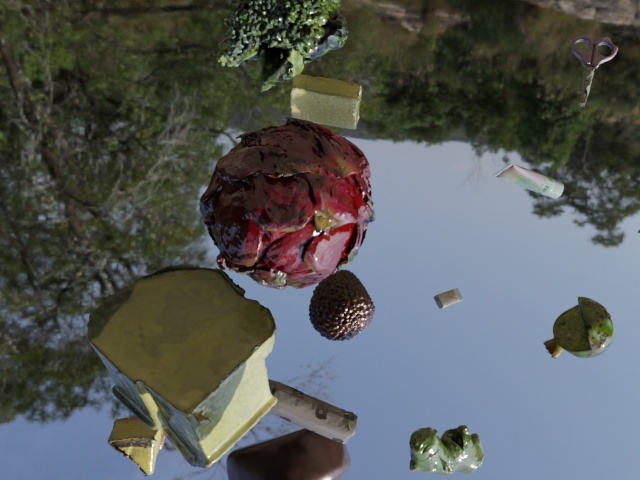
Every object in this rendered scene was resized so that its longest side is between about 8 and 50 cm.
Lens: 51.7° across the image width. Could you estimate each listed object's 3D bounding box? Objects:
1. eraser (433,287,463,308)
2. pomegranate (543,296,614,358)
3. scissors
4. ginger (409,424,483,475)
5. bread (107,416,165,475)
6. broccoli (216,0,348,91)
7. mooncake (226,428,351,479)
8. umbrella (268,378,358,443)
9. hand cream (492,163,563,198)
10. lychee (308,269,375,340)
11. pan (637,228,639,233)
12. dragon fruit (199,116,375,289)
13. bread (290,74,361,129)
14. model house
[{"bbox_3d":[0.340,0.153,1.751,0.083,0.019,0.038,-15,-111,-36],"label":"eraser"},{"bbox_3d":[0.626,0.223,1.577,0.122,0.169,0.143,16,-152,-18],"label":"pomegranate"},{"bbox_3d":[0.637,-0.405,1.565,0.110,0.212,0.021,15,156,11],"label":"scissors"},{"bbox_3d":[0.322,0.538,1.702,0.290,0.137,0.089,13,-155,-37],"label":"ginger"},{"bbox_3d":[-0.483,0.529,1.746,0.152,0.127,0.147,11,-170,-5],"label":"bread"},{"bbox_3d":[-0.082,-0.508,1.476,0.277,0.317,0.338,6,-153,-11],"label":"broccoli"},{"bbox_3d":[-0.091,0.617,1.815,0.326,0.174,0.334,-17,165,-13],"label":"mooncake"},{"bbox_3d":[-0.075,0.360,1.471,0.337,0.073,0.067,25,-151,-8],"label":"umbrella"},{"bbox_3d":[0.532,-0.154,1.675,0.174,0.047,0.076,16,156,-16],"label":"hand cream"},{"bbox_3d":[0.050,0.186,1.827,0.188,0.188,0.188,7,-167,-2],"label":"lychee"},{"bbox_3d":[0.604,-0.076,1.098,0.028,0.136,0.235,45,167,19],"label":"pan"},{"bbox_3d":[-0.052,-0.066,1.206,0.330,0.329,0.329,7,-167,-2],"label":"dragon fruit"},{"bbox_3d":[0.012,-0.367,1.743,0.189,0.125,0.068,10,-123,3],"label":"bread"},{"bbox_3d":[-0.228,0.235,1.215,0.321,0.266,0.261,27,-129,31],"label":"model house"}]
